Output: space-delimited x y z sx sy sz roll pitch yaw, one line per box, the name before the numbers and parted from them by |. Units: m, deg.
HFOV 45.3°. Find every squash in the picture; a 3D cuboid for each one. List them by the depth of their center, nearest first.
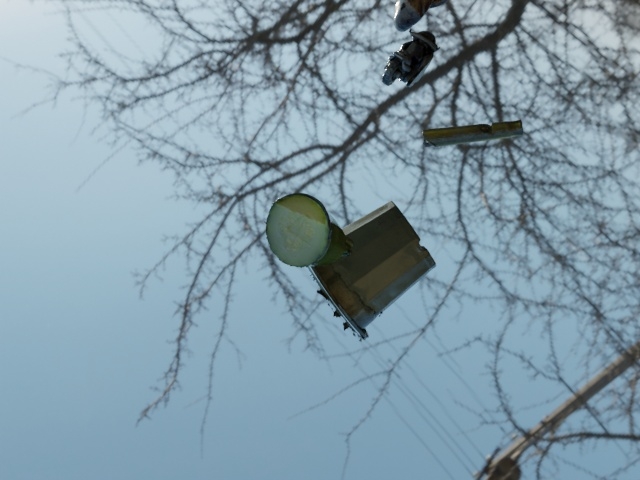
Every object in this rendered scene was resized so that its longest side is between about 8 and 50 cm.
squash | -0.016 0.005 1.472 0.137 0.137 0.287 48 -178 16

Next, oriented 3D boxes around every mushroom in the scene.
mushroom | 0.238 -0.568 1.814 0.080 0.170 0.135 48 -160 -18

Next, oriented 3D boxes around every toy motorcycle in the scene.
toy motorcycle | 0.262 -0.529 2.222 0.106 0.159 0.270 35 -152 13

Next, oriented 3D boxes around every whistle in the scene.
whistle | 0.497 -0.347 2.510 0.326 0.068 0.057 -6 -130 10

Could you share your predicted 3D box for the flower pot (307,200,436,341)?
flower pot | 0.119 0.059 1.793 0.290 0.259 0.290 56 -177 -4
